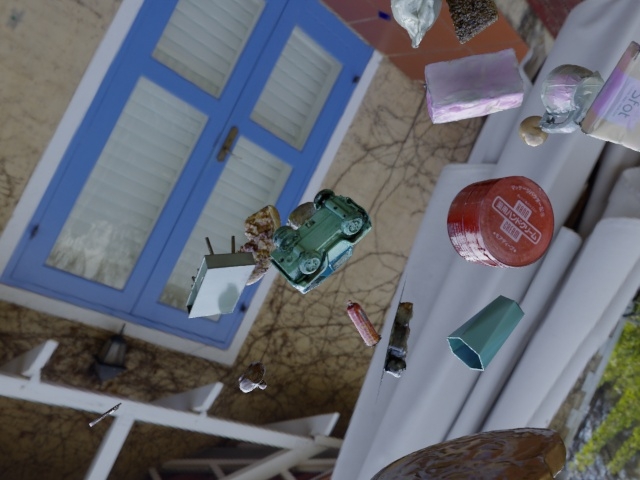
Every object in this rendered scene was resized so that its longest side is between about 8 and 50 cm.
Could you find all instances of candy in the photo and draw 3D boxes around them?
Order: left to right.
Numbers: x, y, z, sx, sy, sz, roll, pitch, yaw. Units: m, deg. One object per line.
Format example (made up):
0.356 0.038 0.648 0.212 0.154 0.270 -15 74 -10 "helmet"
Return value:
0.437 -0.441 1.520 0.265 0.155 0.116 -8 163 6 "candy"

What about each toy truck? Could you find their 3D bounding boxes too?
0.000 0.000 1.410 0.155 0.279 0.156 42 170 38 "toy truck"

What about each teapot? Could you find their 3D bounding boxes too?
-0.192 0.410 1.560 0.078 0.098 0.129 37 157 1 "teapot"
0.815 -0.468 1.729 0.163 0.222 0.178 45 -172 -23 "teapot"

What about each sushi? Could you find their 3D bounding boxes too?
0.263 0.321 1.702 0.069 0.319 0.339 13 -151 11 "sushi"

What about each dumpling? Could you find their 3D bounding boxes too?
0.282 -0.688 1.511 0.147 0.257 0.193 -4 -158 -5 "dumpling"

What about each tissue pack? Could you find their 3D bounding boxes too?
0.872 -0.381 1.428 0.215 0.256 0.123 19 -139 3 "tissue pack"

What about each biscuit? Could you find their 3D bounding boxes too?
0.242 0.424 0.959 0.365 0.385 0.062 -2 -111 -63 "biscuit"
0.414 -0.682 1.479 0.025 0.230 0.131 4 157 -44 "biscuit"

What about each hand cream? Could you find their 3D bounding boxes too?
0.374 -0.037 1.103 0.193 0.193 0.125 26 170 -20 "hand cream"

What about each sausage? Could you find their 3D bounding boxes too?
0.111 0.214 1.396 0.145 0.050 0.048 60 -160 -20 "sausage"

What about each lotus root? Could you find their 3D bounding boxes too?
-0.061 -0.102 2.153 0.088 0.192 0.113 40 147 19 "lotus root"

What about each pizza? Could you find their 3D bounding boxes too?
-0.221 0.016 1.835 0.161 0.305 0.086 22 -163 18 "pizza"

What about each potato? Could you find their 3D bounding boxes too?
0.833 -0.427 2.049 0.112 0.147 0.112 6 138 5 "potato"

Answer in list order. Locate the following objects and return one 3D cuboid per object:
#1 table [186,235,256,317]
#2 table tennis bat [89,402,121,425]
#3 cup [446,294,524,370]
-0.267 0.088 1.352 0.122 0.240 0.111 -3 -124 -29 "table"
-0.577 0.467 1.434 0.013 0.087 0.156 52 171 3 "table tennis bat"
0.538 0.286 1.688 0.134 0.236 0.148 53 163 -7 "cup"
